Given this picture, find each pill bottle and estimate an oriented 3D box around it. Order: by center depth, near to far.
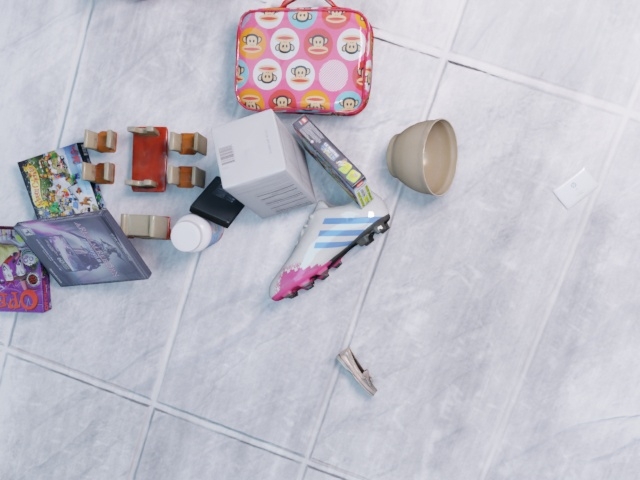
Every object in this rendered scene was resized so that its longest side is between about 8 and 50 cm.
[{"bbox_3d":[-0.276,-0.020,1.711,0.087,0.160,0.087,2,100,9],"label":"pill bottle"}]

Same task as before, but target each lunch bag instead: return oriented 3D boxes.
[{"bbox_3d":[-0.035,-0.399,1.633,0.293,0.120,0.258,5,99,8],"label":"lunch bag"}]

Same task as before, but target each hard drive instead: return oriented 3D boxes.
[{"bbox_3d":[-0.220,-0.087,1.707,0.094,0.135,0.022,25,128,4],"label":"hard drive"}]

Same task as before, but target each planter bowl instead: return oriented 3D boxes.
[{"bbox_3d":[0.208,-0.177,1.626,0.109,0.162,0.161,6,101,35],"label":"planter bowl"}]

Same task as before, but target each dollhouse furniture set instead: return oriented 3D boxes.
[{"bbox_3d":[-0.392,-0.132,1.748,0.262,0.135,0.258,2,88,8],"label":"dollhouse furniture set"}]

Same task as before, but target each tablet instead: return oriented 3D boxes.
[{"bbox_3d":[0.549,-0.112,1.648,0.083,0.006,0.054,-39,91,12],"label":"tablet"}]

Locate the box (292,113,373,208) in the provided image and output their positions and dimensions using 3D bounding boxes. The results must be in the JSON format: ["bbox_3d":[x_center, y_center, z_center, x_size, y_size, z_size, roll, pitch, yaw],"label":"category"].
[{"bbox_3d":[0.027,-0.168,1.624,0.036,0.114,0.207,-40,65,-4],"label":"box"}]

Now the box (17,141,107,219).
[{"bbox_3d":[-0.598,-0.097,1.807,0.159,0.044,0.233,-16,96,11],"label":"box"}]

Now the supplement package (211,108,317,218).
[{"bbox_3d":[-0.112,-0.152,1.607,0.134,0.244,0.138,-16,73,11],"label":"supplement package"}]

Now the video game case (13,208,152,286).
[{"bbox_3d":[-0.541,0.023,1.742,0.274,0.026,0.196,-5,130,28],"label":"video game case"}]

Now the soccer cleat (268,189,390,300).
[{"bbox_3d":[0.000,0.000,1.708,0.331,0.116,0.143,-37,81,8],"label":"soccer cleat"}]

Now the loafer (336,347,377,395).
[{"bbox_3d":[0.091,0.303,1.769,0.039,0.045,0.125,-43,88,6],"label":"loafer"}]

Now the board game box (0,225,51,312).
[{"bbox_3d":[-0.832,0.068,1.871,0.347,0.056,0.208,1,103,8],"label":"board game box"}]
